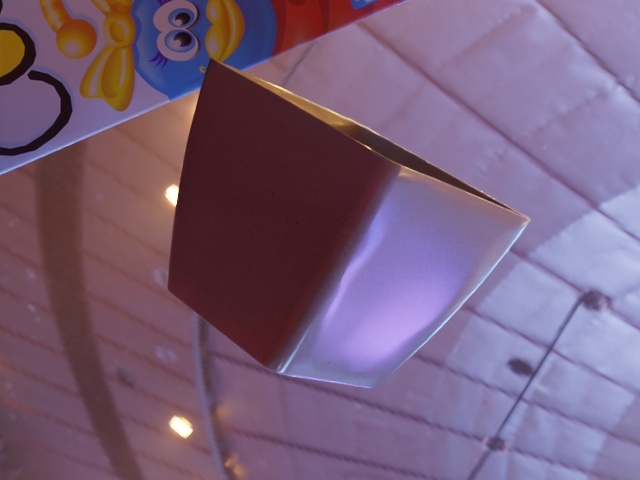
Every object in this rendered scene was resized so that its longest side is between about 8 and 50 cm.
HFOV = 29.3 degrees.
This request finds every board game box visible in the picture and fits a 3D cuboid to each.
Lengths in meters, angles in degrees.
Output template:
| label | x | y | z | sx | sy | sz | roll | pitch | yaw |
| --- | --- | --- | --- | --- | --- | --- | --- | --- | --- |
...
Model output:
| label | x | y | z | sx | sy | sz | roll | pitch | yaw |
| --- | --- | --- | --- | --- | --- | --- | --- | --- | --- |
| board game box | -0.119 | -0.137 | 0.576 | 0.142 | 0.275 | 0.144 | 69 | -9 | -23 |

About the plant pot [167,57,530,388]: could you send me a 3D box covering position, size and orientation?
| label | x | y | z | sx | sy | sz | roll | pitch | yaw |
| --- | --- | --- | --- | --- | --- | --- | --- | --- | --- |
| plant pot | 0.000 | 0.000 | 0.508 | 0.109 | 0.096 | 0.109 | 34 | 11 | 37 |
